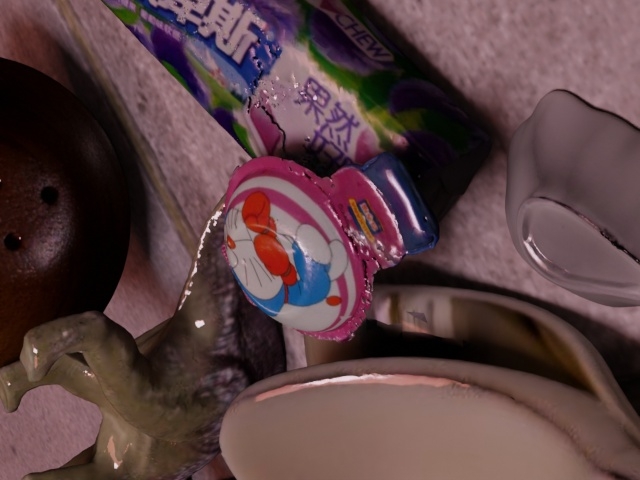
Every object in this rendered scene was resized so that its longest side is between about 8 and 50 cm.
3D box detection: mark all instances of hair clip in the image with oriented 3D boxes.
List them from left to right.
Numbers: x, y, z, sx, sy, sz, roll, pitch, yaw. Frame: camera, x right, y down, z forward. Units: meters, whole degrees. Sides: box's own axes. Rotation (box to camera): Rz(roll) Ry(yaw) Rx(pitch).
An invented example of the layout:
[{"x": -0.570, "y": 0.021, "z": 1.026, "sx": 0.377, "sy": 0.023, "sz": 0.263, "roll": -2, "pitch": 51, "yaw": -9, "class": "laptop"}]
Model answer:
[{"x": 0.070, "y": 0.110, "z": 0.710, "sx": 0.282, "sy": 0.113, "sz": 0.172, "roll": 21, "pitch": 129, "yaw": 34, "class": "hair clip"}]

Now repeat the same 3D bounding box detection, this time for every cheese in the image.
[{"x": 0.000, "y": 0.000, "z": 0.666, "sx": 0.145, "sy": 0.038, "sz": 0.095, "roll": -25, "pitch": 96, "yaw": 52, "class": "cheese"}]

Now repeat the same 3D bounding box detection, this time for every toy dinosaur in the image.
[{"x": -0.101, "y": 0.101, "z": 0.863, "sx": 0.294, "sy": 0.162, "sz": 0.077, "roll": 104, "pitch": 147, "yaw": -46, "class": "toy dinosaur"}]

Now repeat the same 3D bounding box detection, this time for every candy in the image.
[{"x": -0.049, "y": -0.119, "z": 0.723, "sx": 0.312, "sy": 0.061, "sz": 0.088, "roll": 47, "pitch": 140, "yaw": 17, "class": "candy"}]

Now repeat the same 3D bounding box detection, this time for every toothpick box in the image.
[{"x": -0.246, "y": -0.012, "z": 0.934, "sx": 0.294, "sy": 0.192, "sz": 0.192, "roll": -2, "pitch": 112, "yaw": 57, "class": "toothpick box"}]

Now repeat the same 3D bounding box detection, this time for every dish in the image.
[{"x": 0.121, "y": 0.000, "z": 0.619, "sx": 0.137, "sy": 0.039, "sz": 0.091, "roll": 33, "pitch": 135, "yaw": 34, "class": "dish"}]
